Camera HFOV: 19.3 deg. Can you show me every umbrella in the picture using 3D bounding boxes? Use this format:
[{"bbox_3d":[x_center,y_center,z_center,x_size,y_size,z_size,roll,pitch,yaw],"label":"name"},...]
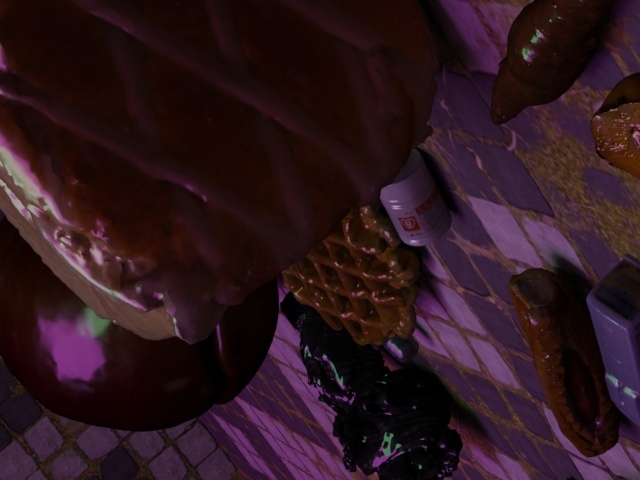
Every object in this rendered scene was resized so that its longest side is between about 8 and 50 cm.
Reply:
[{"bbox_3d":[0.058,0.172,2.393,0.128,0.154,0.337,17,-140,-54],"label":"umbrella"}]

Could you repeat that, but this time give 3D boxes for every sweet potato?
[{"bbox_3d":[0.167,-0.143,1.335,0.067,0.067,0.274,48,161,5],"label":"sweet potato"}]

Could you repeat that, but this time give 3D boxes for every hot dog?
[{"bbox_3d":[0.238,0.119,1.798,0.289,0.068,0.083,61,-175,-52],"label":"hot dog"}]

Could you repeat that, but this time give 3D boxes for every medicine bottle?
[{"bbox_3d":[0.088,-0.042,1.835,0.057,0.057,0.089,33,158,48],"label":"medicine bottle"}]

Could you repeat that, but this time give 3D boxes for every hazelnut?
[{"bbox_3d":[-0.263,0.054,2.490,0.402,0.402,0.429,59,180,-34],"label":"hazelnut"}]

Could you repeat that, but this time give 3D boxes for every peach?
[{"bbox_3d":[0.237,-0.079,1.289,0.098,0.061,0.098,22,154,11],"label":"peach"}]

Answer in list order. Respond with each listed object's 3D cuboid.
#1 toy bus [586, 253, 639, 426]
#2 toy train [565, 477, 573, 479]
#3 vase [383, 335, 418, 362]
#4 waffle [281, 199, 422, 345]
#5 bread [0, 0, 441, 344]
[{"bbox_3d":[0.276,0.091,1.585,0.064,0.075,0.190,38,161,36],"label":"toy bus"},{"bbox_3d":[0.289,0.341,2.233,0.081,0.060,0.202,49,165,23],"label":"toy train"},{"bbox_3d":[0.040,0.066,2.262,0.211,0.060,0.060,44,165,16],"label":"vase"},{"bbox_3d":[-0.001,-0.006,2.108,0.281,0.058,0.301,36,152,29],"label":"waffle"},{"bbox_3d":[-0.138,-0.158,1.577,0.390,0.371,0.279,53,164,-12],"label":"bread"}]
